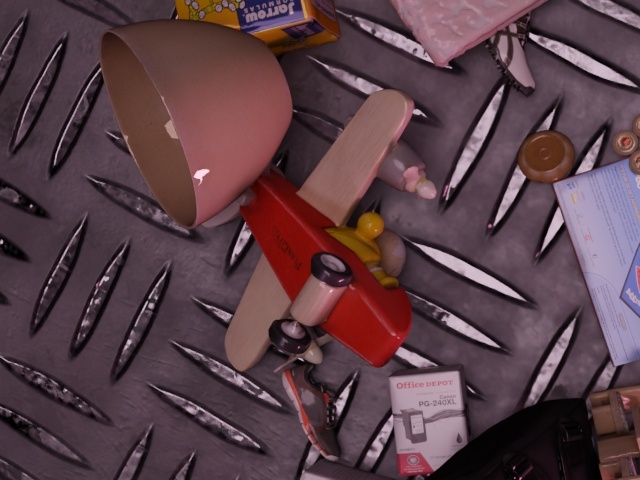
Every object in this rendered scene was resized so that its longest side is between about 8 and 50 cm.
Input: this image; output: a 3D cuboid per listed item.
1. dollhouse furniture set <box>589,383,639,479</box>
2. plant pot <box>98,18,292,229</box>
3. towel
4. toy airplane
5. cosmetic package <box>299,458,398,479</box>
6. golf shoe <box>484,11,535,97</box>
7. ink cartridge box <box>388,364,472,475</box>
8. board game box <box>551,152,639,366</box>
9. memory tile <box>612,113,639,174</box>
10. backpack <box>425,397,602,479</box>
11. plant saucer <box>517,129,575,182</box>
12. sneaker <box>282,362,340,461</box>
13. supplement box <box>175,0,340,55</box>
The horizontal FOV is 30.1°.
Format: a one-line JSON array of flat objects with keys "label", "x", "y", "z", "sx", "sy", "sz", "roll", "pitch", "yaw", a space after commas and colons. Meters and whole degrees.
[{"label": "dollhouse furniture set", "x": 0.476, "y": 0.341, "z": 1.617, "sx": 0.161, "sy": 0.212, "sz": 0.242, "roll": -13, "pitch": 113, "yaw": 14}, {"label": "plant pot", "x": -0.151, "y": -0.182, "z": 1.605, "sx": 0.191, "sy": 0.284, "sz": 0.284, "roll": -26, "pitch": 84, "yaw": -20}, {"label": "towel", "x": 0.205, "y": -0.458, "z": 1.697, "sx": 0.317, "sy": 0.053, "sz": 0.332, "roll": -32, "pitch": 79, "yaw": -5}, {"label": "toy airplane", "x": 0.000, "y": 0.000, "z": 1.722, "sx": 0.386, "sy": 0.272, "sz": 0.384, "roll": -11, "pitch": 75, "yaw": 49}, {"label": "cosmetic package", "x": 0.085, "y": 0.398, "z": 1.752, "sx": 0.231, "sy": 0.117, "sz": 0.085, "roll": 15, "pitch": 94, "yaw": 14}, {"label": "golf shoe", "x": 0.277, "y": -0.307, "z": 1.721, "sx": 0.094, "sy": 0.077, "sz": 0.198, "roll": -27, "pitch": 85, "yaw": 12}, {"label": "ink cartridge box", "x": 0.164, "y": 0.265, "z": 1.758, "sx": 0.109, "sy": 0.063, "sz": 0.150, "roll": -7, "pitch": 89, "yaw": 13}, {"label": "board game box", "x": 0.445, "y": 0.027, "z": 1.708, "sx": 0.145, "sy": 0.027, "sz": 0.281, "roll": -19, "pitch": 86, "yaw": 14}, {"label": "memory tile", "x": 0.492, "y": -0.120, "z": 1.668, "sx": 0.113, "sy": 0.012, "sz": 0.148, "roll": -41, "pitch": 74, "yaw": 14}, {"label": "backpack", "x": 0.281, "y": 0.438, "z": 1.615, "sx": 0.273, "sy": 0.290, "sz": 0.355, "roll": -26, "pitch": 91, "yaw": 49}, {"label": "plant saucer", "x": 0.327, "y": -0.125, "z": 1.728, "sx": 0.083, "sy": 0.015, "sz": 0.083, "roll": -6, "pitch": 72, "yaw": 18}, {"label": "sneaker", "x": 0.000, "y": 0.257, "z": 1.801, "sx": 0.065, "sy": 0.061, "sz": 0.158, "roll": -28, "pitch": 85, "yaw": 6}, {"label": "supplement box", "x": -0.116, "y": -0.458, "z": 1.751, "sx": 0.195, "sy": 0.194, "sz": 0.356, "roll": -12, "pitch": 88, "yaw": 13}]
